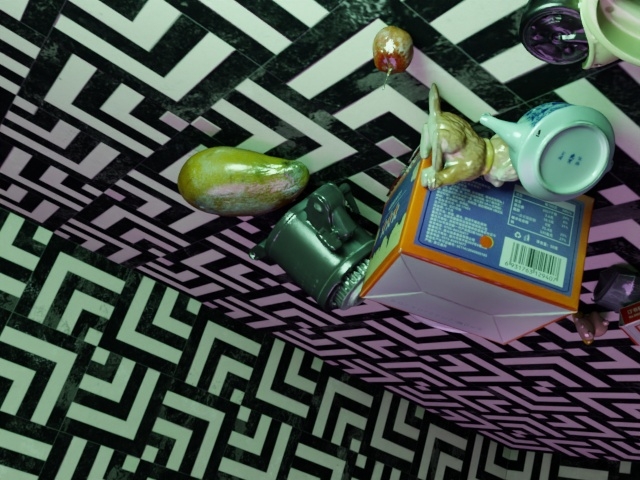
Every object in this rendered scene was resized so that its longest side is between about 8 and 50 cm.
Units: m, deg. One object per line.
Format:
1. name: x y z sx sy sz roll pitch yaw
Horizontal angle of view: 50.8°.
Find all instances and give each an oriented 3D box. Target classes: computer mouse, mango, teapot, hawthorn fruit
1. computer mouse: 0.700 0.131 1.561 0.126 0.071 0.231 12 157 15
2. mango: -0.173 -0.136 1.535 0.317 0.146 0.192 -4 152 16
3. teapot: 0.376 -0.155 1.089 0.232 0.158 0.159 14 159 -17
4. hawthorn fruit: 0.109 -0.277 1.034 0.067 0.103 0.066 8 153 4

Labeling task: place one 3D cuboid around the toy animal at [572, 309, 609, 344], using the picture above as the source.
1. toy animal: 0.707 0.215 1.759 0.082 0.091 0.114 -24 155 19

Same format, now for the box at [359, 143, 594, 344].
1. box: 0.301 0.013 1.357 0.349 0.256 0.318 18 159 -2

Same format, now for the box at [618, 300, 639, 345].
1. box: 0.782 0.156 1.478 0.229 0.050 0.123 -28 132 30

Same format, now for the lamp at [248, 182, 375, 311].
1. lamp: 0.014 0.037 1.586 0.272 0.205 0.374 53 152 2

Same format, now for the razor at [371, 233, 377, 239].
1. razor: 0.243 0.084 1.751 0.189 0.107 0.327 -7 147 43

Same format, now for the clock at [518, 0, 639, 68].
1. clock: 0.410 -0.300 0.742 0.277 0.120 0.379 23 157 2

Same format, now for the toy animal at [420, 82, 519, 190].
1. toy animal: 0.270 -0.177 1.158 0.185 0.183 0.104 0 -162 0

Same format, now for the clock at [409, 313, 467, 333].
1. clock: 0.321 0.147 1.621 0.231 0.083 0.230 11 156 5
